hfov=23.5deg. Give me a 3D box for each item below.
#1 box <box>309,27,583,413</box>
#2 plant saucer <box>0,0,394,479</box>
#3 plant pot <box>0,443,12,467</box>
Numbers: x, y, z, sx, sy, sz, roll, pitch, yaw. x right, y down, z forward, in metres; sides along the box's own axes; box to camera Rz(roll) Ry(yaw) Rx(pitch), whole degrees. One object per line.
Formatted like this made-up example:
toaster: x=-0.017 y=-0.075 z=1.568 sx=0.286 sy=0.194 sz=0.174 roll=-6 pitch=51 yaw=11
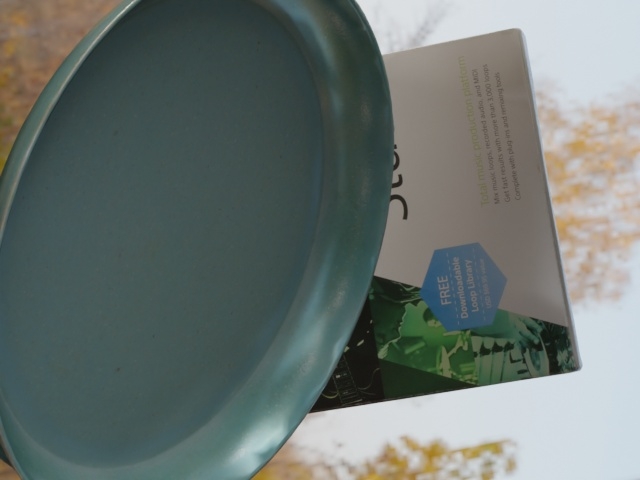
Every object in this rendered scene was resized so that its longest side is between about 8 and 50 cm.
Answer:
box: x=0.000 y=0.000 z=1.050 sx=0.058 sy=0.322 sz=0.232 roll=14 pitch=66 yaw=-75
plant saucer: x=-0.068 y=0.000 z=0.814 sx=0.044 sy=0.317 sz=0.317 roll=20 pitch=-48 yaw=34
plant pot: x=-0.185 y=0.066 z=1.486 sx=0.272 sy=0.255 sz=0.271 roll=32 pitch=40 yaw=-32
